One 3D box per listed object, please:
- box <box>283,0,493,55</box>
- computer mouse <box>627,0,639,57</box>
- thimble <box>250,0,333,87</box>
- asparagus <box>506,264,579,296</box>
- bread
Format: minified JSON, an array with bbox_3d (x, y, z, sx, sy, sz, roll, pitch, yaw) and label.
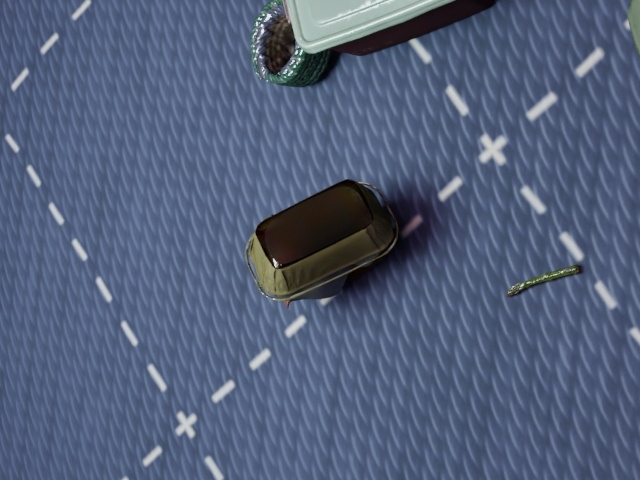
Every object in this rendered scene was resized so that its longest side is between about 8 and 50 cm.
[{"bbox_3d":[0.102,-0.386,1.855,0.294,0.167,0.193,-17,78,28],"label":"box"},{"bbox_3d":[0.557,-0.386,1.609,0.429,0.145,0.228,-47,65,20],"label":"computer mouse"},{"bbox_3d":[-0.041,-0.306,1.969,0.118,0.090,0.135,16,100,39],"label":"thimble"},{"bbox_3d":[0.314,0.057,1.805,0.114,0.014,0.015,-21,61,28],"label":"asparagus"},{"bbox_3d":[0.000,0.000,1.873,0.224,0.212,0.142,-26,73,-1],"label":"bread"}]
